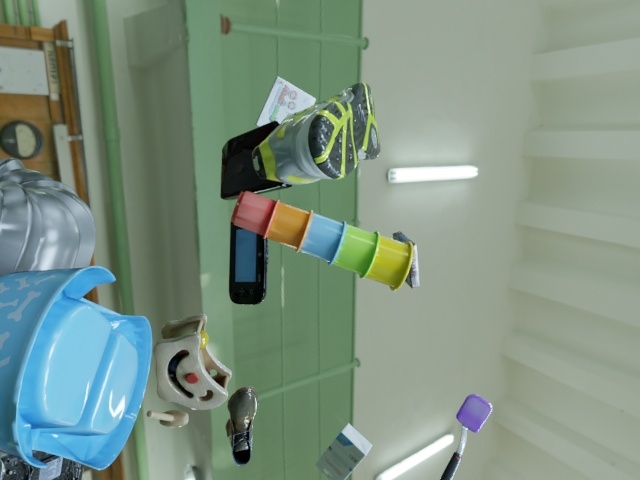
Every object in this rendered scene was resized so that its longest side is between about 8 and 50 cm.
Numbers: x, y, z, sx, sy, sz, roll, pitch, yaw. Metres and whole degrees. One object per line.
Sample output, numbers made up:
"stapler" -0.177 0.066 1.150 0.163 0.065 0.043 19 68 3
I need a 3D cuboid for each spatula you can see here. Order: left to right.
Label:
"spatula" 0.379 0.558 1.215 0.084 0.296 0.030 38 -27 -2

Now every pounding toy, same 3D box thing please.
"pounding toy" -0.279 0.311 0.969 0.155 0.154 0.270 -96 -169 -63

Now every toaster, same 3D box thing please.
"toaster" -0.456 0.376 0.686 0.110 0.185 0.168 7 -93 16

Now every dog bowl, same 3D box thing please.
"dog bowl" -0.249 0.131 0.445 0.297 0.073 0.166 101 -3 -62

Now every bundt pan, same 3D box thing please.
"bundt pan" -0.418 -0.043 0.518 0.330 0.330 0.124 27 -89 50

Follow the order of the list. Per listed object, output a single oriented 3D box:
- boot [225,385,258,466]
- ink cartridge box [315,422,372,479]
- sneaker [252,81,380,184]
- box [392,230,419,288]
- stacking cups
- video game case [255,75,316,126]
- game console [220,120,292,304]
"boot" -0.185 0.456 1.098 0.106 0.082 0.219 -117 -148 -45
"ink cartridge box" 0.073 0.698 1.455 0.104 0.060 0.180 39 -65 15
"sneaker" 0.010 -0.194 0.800 0.147 0.384 0.145 -6 -76 24
"box" 0.240 0.054 1.251 0.094 0.027 0.137 -126 -158 -58
"stacking cups" 0.000 0.000 0.784 0.096 0.316 0.096 -162 -90 -82
"video game case" -0.106 -0.395 1.369 0.157 0.143 0.019 -65 -150 6
"game console" -0.138 -0.050 0.918 0.213 0.043 0.362 -6 -98 47
